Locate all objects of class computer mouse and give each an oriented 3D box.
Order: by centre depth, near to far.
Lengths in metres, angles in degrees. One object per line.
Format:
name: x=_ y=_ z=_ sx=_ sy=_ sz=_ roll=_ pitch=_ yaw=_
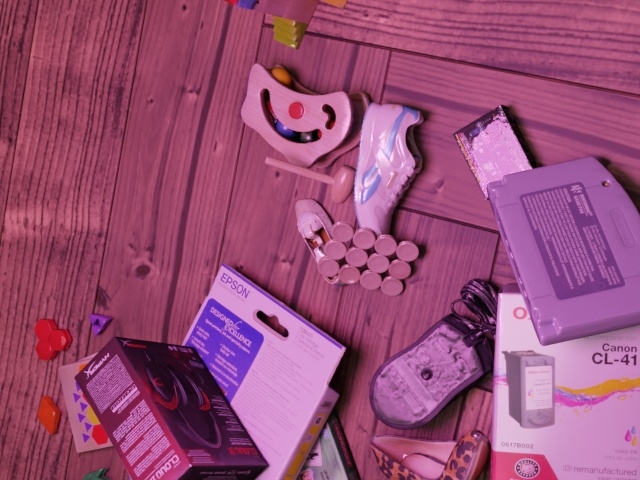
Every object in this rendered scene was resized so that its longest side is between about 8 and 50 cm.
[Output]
computer mouse: x=0.203 y=0.204 z=1.915 sx=0.272 sy=0.072 sz=0.188 roll=-35 pitch=78 yaw=13

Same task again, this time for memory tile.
memory tile: x=0.077 y=0.030 z=1.947 sx=0.148 sy=0.012 sz=0.113 roll=17 pitch=123 yaw=-4

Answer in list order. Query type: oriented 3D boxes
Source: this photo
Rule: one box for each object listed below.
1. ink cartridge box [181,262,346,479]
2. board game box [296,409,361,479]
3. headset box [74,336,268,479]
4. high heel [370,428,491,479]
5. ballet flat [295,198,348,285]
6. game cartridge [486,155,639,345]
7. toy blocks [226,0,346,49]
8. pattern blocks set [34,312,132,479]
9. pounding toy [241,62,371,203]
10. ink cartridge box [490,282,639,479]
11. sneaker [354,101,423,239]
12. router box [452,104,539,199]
ink cartridge box: x=-0.118 y=0.244 z=2.050 sx=0.304 sy=0.072 sz=0.307 roll=33 pitch=98 yaw=33
board game box: x=-0.018 y=0.472 z=2.050 sx=0.213 sy=0.046 sz=0.317 roll=-22 pitch=83 yaw=27
headset box: x=-0.233 y=0.307 z=1.944 sx=0.110 sy=0.218 sz=0.293 roll=-45 pitch=61 yaw=17
high heel: x=0.162 y=0.325 z=1.866 sx=0.186 sy=0.093 sz=0.261 roll=34 pitch=147 yaw=17
ballet flat: x=0.000 y=0.000 z=2.012 sx=0.057 sy=0.052 sz=0.168 roll=-36 pitch=76 yaw=25
game cartridge: x=0.369 y=0.009 z=1.719 sx=0.196 sy=0.060 sz=0.294 roll=-15 pitch=51 yaw=3
toy blocks: x=-0.058 y=-0.508 z=1.899 sx=0.191 sy=0.261 sz=0.381 roll=30 pitch=105 yaw=23
pattern blocks set: x=-0.418 y=0.299 z=2.257 sx=0.285 sy=0.026 sz=0.324 roll=-6 pitch=90 yaw=28
pounding toy: x=-0.024 y=-0.198 z=1.955 sx=0.269 sy=0.155 sz=0.154 roll=42 pitch=113 yaw=20
ink cartridge box: x=0.368 y=0.224 z=1.766 sx=0.226 sy=0.131 sz=0.306 roll=1 pitch=94 yaw=11
sneaker: x=0.111 y=-0.106 z=1.932 sx=0.092 sy=0.087 sz=0.228 roll=8 pitch=100 yaw=19
router box: x=0.275 y=-0.137 z=1.872 sx=0.092 sy=0.038 sz=0.122 roll=-29 pitch=79 yaw=25
